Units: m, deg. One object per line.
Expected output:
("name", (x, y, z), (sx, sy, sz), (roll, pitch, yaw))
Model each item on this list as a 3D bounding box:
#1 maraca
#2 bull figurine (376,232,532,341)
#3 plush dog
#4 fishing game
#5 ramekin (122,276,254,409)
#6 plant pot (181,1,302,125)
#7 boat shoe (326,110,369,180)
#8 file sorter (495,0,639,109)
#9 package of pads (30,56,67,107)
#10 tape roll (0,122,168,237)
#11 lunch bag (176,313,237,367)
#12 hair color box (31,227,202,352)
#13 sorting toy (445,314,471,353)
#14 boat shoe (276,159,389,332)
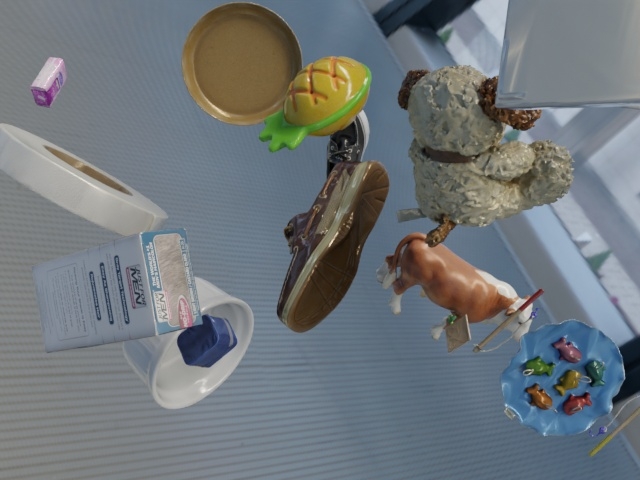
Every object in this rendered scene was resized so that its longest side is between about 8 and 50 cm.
("maraca", (-0.008, -0.194, 1.048), (0.099, 0.186, 0.127), (52, -1, -36))
("bull figurine", (0.255, 0.103, 1.404), (0.310, 0.188, 0.101), (38, 36, -10))
("plush dog", (0.189, -0.133, 1.004), (0.263, 0.225, 0.211), (18, 46, 41))
("fishing game", (0.356, 0.207, 1.071), (0.264, 0.189, 0.041), (45, 9, -10))
("ramekin", (-0.289, 0.212, 1.573), (0.135, 0.277, 0.277), (34, 26, 29))
("plant pot", (-0.154, -0.346, 1.438), (0.236, 0.236, 0.032), (36, 7, -11))
("boat shoe", (0.044, -0.173, 1.481), (0.080, 0.228, 0.076), (19, 46, 11))
("file sorter", (0.226, -0.154, 0.341), (0.173, 0.192, 0.277), (3, 9, -10))
("package of pads", (-0.485, -0.284, 1.306), (0.032, 0.050, 0.083), (12, 55, 4))
("tape roll", (-0.506, -0.118, 1.536), (0.392, 0.072, 0.392), (30, 0, 0))
("lunch bag", (-0.199, 0.181, 1.283), (0.065, 0.098, 0.067), (24, 33, -55))
("hair color box", (-0.373, 0.096, 1.308), (0.105, 0.347, 0.173), (-7, 86, -50))
("sorting toy", (0.256, 0.165, 1.360), (0.012, 0.062, 0.083), (25, 41, -25))
("boat shoe", (0.000, 0.000, 1.290), (0.123, 0.123, 0.341), (47, 64, -50))
